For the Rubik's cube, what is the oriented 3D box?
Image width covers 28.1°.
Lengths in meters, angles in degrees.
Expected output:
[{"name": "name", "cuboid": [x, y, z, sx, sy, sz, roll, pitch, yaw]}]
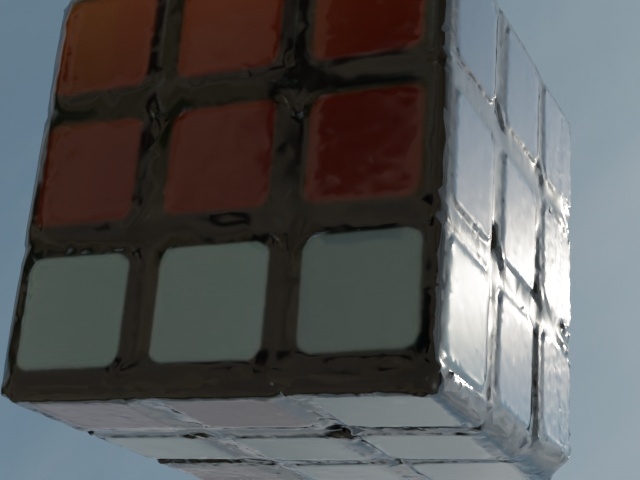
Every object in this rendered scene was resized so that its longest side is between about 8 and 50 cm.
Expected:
[{"name": "Rubik's cube", "cuboid": [0.000, 0.000, 0.484, 0.163, 0.162, 0.160, -4, -113, 21]}]
